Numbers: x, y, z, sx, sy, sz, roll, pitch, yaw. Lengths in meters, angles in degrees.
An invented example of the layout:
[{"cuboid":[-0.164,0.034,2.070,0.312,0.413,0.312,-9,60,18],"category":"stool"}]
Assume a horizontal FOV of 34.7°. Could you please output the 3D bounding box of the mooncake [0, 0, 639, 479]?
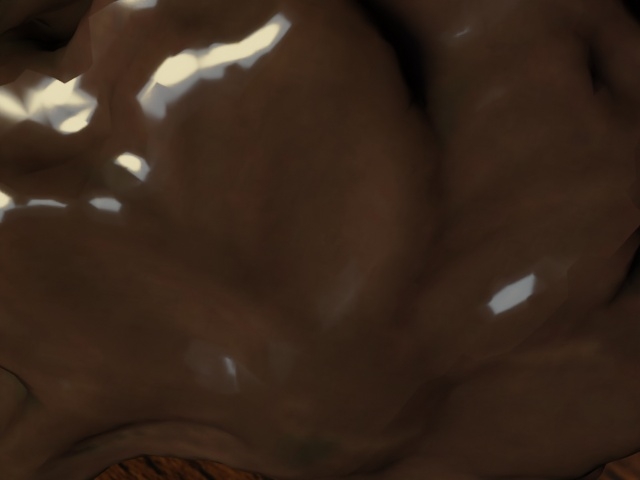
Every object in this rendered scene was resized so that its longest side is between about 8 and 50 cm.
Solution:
[{"cuboid":[0.000,0.000,0.491,0.381,0.212,0.350,10,123,-12],"category":"mooncake"}]
